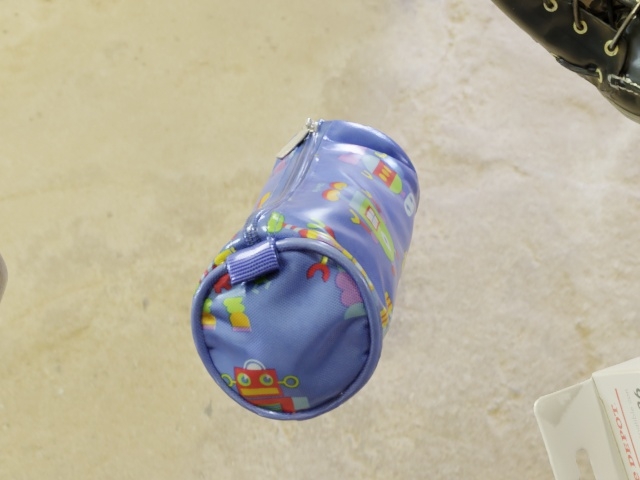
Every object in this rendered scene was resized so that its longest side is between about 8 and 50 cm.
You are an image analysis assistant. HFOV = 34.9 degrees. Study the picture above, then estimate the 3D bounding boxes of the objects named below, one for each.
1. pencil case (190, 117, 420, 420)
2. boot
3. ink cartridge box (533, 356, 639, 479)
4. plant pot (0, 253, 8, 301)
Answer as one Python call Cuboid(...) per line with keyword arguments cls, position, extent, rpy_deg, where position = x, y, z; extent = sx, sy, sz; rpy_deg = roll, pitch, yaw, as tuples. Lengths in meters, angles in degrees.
Cuboid(cls="pencil case", position=(0.000, 0.000, 0.726), extent=(0.119, 0.133, 0.306), rpy_deg=(-25, 15, 18))
Cuboid(cls="boot", position=(0.161, -0.164, 0.660), extent=(0.085, 0.178, 0.236), rpy_deg=(-53, 33, 13))
Cuboid(cls="ink cartridge box", position=(0.229, 0.109, 0.558), extent=(0.198, 0.067, 0.115), rpy_deg=(-17, 84, -16))
Cuboid(cls="plant pot", position=(-0.491, 0.095, 1.084), extent=(0.323, 0.323, 0.280), rpy_deg=(23, 54, 11))
